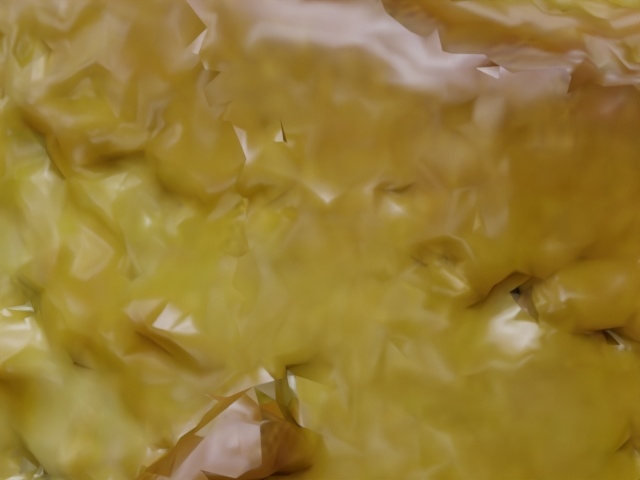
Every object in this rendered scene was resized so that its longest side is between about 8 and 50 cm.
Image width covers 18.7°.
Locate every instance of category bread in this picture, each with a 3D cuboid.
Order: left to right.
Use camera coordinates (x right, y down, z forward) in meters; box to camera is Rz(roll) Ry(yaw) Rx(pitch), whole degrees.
[{"bbox_3d":[-0.001,0.001,0.533,0.336,0.204,0.358,15,12,24],"label":"bread"}]
